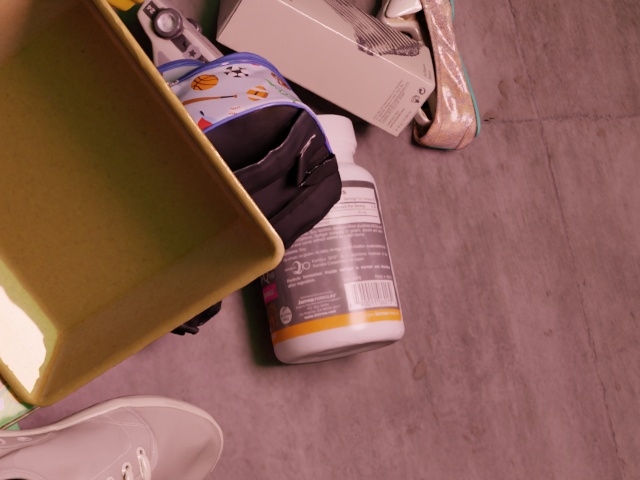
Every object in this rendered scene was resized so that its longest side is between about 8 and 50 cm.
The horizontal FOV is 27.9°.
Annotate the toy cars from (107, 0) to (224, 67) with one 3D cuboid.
[{"bbox_3d":[-0.225,-0.261,1.501,0.087,0.176,0.393,-45,124,9],"label":"toy cars"}]

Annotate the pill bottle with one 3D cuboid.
[{"bbox_3d":[0.000,0.000,1.558,0.162,0.162,0.278,-4,77,-34],"label":"pill bottle"}]

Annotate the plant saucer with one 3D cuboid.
[{"bbox_3d":[-0.237,-0.054,1.188,0.333,0.332,0.081,54,26,-9],"label":"plant saucer"}]

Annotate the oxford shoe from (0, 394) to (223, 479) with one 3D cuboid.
[{"bbox_3d":[-0.241,0.250,1.263,0.449,0.130,0.169,4,111,-56],"label":"oxford shoe"}]

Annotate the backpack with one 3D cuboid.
[{"bbox_3d":[-0.121,-0.071,1.395,0.263,0.276,0.213,-25,54,-4],"label":"backpack"}]

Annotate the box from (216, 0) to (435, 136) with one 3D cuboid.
[{"bbox_3d":[0.008,-0.251,1.644,0.275,0.094,0.113,26,32,-20],"label":"box"}]

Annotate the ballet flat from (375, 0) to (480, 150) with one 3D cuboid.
[{"bbox_3d":[0.136,-0.276,1.773,0.106,0.107,0.316,-12,82,-22],"label":"ballet flat"}]

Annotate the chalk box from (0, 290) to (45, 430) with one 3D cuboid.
[{"bbox_3d":[-0.362,0.144,1.288,0.132,0.132,0.213,-32,94,-36],"label":"chalk box"}]
